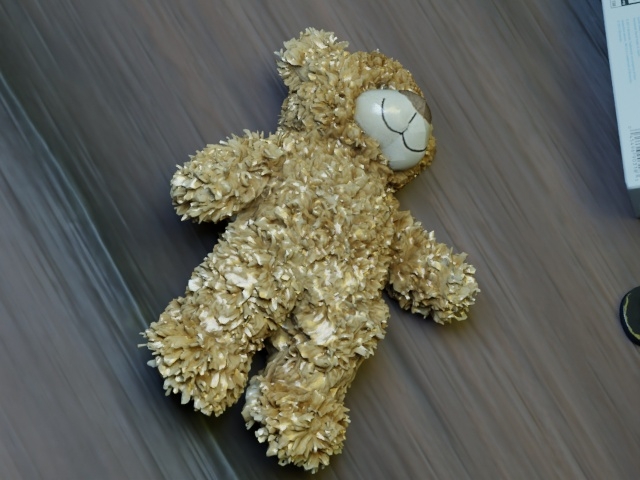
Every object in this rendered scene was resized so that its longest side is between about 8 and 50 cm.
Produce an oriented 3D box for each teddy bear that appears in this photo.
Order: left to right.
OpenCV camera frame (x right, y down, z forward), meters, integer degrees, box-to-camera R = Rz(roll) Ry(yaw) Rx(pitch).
[{"bbox_3d":[0.000,0.000,1.465,0.245,0.113,0.338,44,62,-2],"label":"teddy bear"}]

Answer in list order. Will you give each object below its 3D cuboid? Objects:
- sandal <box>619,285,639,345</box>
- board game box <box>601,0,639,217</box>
[{"bbox_3d":[0.327,0.055,1.600,0.179,0.040,0.067,-5,72,-21],"label":"sandal"},{"bbox_3d":[0.385,-0.152,1.589,0.303,0.097,0.224,-8,70,13],"label":"board game box"}]
